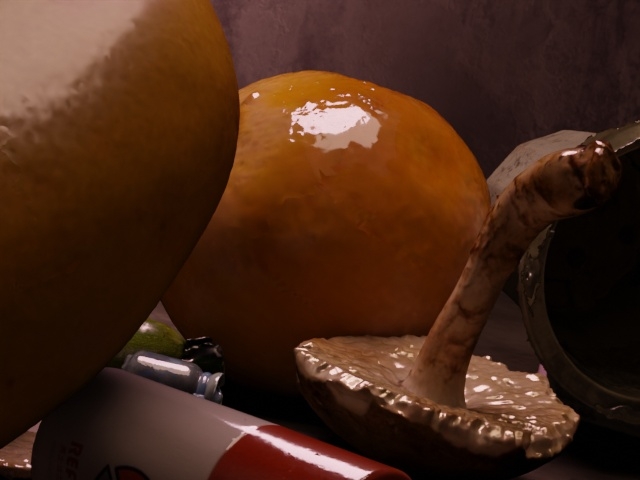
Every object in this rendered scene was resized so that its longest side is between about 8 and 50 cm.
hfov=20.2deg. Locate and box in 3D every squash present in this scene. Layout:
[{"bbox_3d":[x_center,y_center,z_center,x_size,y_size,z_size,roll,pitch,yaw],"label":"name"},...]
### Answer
[{"bbox_3d":[-0.231,0.084,1.471,0.318,0.071,0.080,11,-2,-31],"label":"squash"}]

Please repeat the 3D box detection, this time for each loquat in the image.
[{"bbox_3d":[0.000,0.000,1.655,0.329,0.328,0.328,11,4,-1],"label":"loquat"}]

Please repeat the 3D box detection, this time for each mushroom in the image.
[{"bbox_3d":[0.136,0.064,1.421,0.208,0.302,0.233,45,3,-26],"label":"mushroom"}]

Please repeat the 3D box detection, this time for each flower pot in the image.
[{"bbox_3d":[0.280,0.005,1.677,0.290,0.290,0.259,10,8,-16],"label":"flower pot"}]

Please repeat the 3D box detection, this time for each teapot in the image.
[{"bbox_3d":[-0.121,0.116,1.445,0.083,0.049,0.063,11,-18,8],"label":"teapot"}]

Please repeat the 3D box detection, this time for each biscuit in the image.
[{"bbox_3d":[-0.198,0.141,1.188,0.120,0.015,0.120,11,4,-1],"label":"biscuit"}]

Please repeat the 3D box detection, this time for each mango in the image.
[{"bbox_3d":[-0.223,-0.035,1.029,0.300,0.232,0.445,27,53,21],"label":"mango"}]

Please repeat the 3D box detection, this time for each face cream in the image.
[{"bbox_3d":[-0.055,0.142,0.999,0.214,0.095,0.096,15,5,37],"label":"face cream"}]

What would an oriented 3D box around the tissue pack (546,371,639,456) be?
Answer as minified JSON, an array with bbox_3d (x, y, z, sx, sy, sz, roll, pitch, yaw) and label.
[{"bbox_3d":[0.408,0.148,1.743,0.316,0.103,0.228,14,28,40],"label":"tissue pack"}]

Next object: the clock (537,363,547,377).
[{"bbox_3d":[0.428,0.164,2.091,0.290,0.080,0.275,13,5,23],"label":"clock"}]
